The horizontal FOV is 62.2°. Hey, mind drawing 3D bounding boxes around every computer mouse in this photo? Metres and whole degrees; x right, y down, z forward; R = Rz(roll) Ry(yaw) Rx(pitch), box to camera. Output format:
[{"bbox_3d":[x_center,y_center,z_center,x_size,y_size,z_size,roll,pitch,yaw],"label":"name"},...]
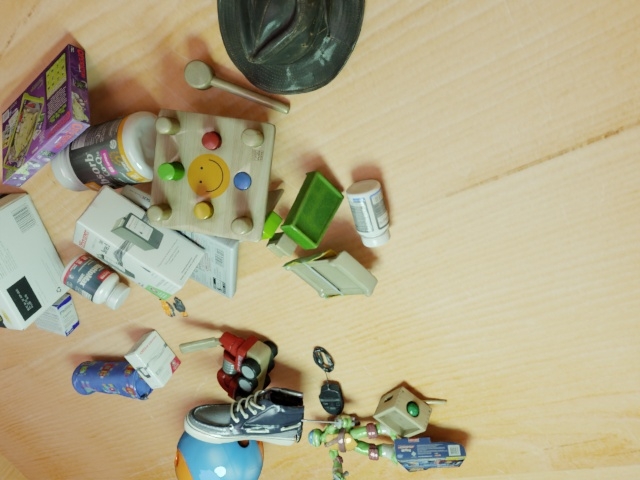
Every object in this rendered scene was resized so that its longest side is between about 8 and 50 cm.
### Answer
[{"bbox_3d":[0.023,0.411,1.559,0.071,0.041,0.242,-4,114,18],"label":"computer mouse"}]

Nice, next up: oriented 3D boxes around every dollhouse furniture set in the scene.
[{"bbox_3d":[0.000,0.000,1.275,0.301,0.151,0.197,41,150,-29],"label":"dollhouse furniture set"}]

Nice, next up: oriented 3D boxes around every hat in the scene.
[{"bbox_3d":[-0.080,-0.414,0.990,0.330,0.134,0.332,10,125,14],"label":"hat"}]

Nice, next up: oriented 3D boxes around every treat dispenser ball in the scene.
[{"bbox_3d":[-0.328,0.705,1.729,0.287,0.288,0.289,10,125,15],"label":"treat dispenser ball"}]

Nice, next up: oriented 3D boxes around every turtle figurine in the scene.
[{"bbox_3d":[0.089,0.607,1.533,0.266,0.198,0.275,-4,162,5],"label":"turtle figurine"}]

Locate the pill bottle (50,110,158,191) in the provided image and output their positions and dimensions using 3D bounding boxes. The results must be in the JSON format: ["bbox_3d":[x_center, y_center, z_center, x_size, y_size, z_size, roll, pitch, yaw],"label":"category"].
[{"bbox_3d":[-0.500,-0.204,1.276,0.278,0.162,0.162,-9,118,26],"label":"pill bottle"}]

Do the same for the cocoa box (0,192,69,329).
[{"bbox_3d":[-0.967,0.060,1.592,0.227,0.231,0.348,1,122,22],"label":"cocoa box"}]

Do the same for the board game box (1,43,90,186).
[{"bbox_3d":[-0.672,-0.292,1.283,0.346,0.208,0.056,-23,154,33],"label":"board game box"}]

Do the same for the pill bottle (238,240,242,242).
[{"bbox_3d":[-0.223,-0.091,1.277,0.103,0.103,0.184,9,124,16],"label":"pill bottle"}]

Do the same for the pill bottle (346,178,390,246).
[{"bbox_3d":[0.110,-0.059,1.181,0.078,0.078,0.137,-5,119,24],"label":"pill bottle"}]

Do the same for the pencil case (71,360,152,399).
[{"bbox_3d":[-0.709,0.484,1.842,0.305,0.119,0.133,-4,131,24],"label":"pencil case"}]

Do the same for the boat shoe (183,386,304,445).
[{"bbox_3d":[-0.203,0.476,1.490,0.340,0.127,0.158,8,120,-15],"label":"boat shoe"}]

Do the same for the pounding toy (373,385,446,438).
[{"bbox_3d":[0.249,0.471,1.478,0.130,0.100,0.141,38,138,-4],"label":"pounding toy"}]

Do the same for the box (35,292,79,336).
[{"bbox_3d":[-0.896,0.238,1.782,0.126,0.072,0.137,12,126,14],"label":"box"}]

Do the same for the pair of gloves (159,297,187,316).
[{"bbox_3d":[-0.449,0.205,1.622,0.083,0.010,0.074,-7,118,25],"label":"pair of gloves"}]

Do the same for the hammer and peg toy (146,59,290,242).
[{"bbox_3d":[-0.219,-0.189,1.118,0.265,0.127,0.362,10,98,6],"label":"hammer and peg toy"}]

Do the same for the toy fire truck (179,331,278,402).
[{"bbox_3d":[-0.280,0.366,1.587,0.246,0.158,0.217,28,129,17],"label":"toy fire truck"}]

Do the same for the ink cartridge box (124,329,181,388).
[{"bbox_3d":[-0.539,0.383,1.713,0.063,0.109,0.151,-19,113,33],"label":"ink cartridge box"}]

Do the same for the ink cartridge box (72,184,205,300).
[{"bbox_3d":[-0.441,0.014,1.276,0.272,0.115,0.198,36,152,-14],"label":"ink cartridge box"}]

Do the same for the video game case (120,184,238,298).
[{"bbox_3d":[-0.350,0.016,1.361,0.299,0.036,0.329,27,153,4],"label":"video game case"}]

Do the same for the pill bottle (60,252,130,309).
[{"bbox_3d":[-0.673,0.128,1.599,0.180,0.108,0.108,32,128,-2],"label":"pill bottle"}]

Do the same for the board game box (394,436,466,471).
[{"bbox_3d":[0.308,0.622,1.536,0.194,0.060,0.194,-4,147,3],"label":"board game box"}]
